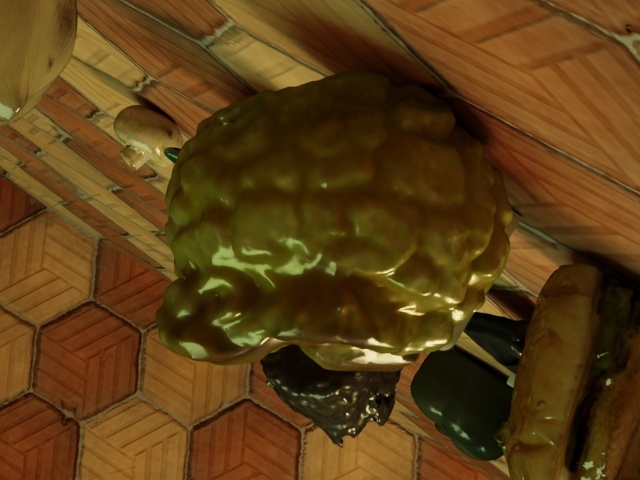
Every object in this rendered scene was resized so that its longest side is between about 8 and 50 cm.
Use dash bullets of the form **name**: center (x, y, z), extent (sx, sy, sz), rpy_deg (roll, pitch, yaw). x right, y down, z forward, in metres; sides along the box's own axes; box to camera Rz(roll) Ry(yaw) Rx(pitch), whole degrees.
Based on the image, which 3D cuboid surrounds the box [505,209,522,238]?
- **box**: center (0.119, -0.026, 1.423), extent (0.054, 0.024, 0.083), rpy_deg (34, 172, -18)

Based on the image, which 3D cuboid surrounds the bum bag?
- **bum bag**: center (0.240, 0.133, 1.775), extent (0.248, 0.060, 0.123), rpy_deg (36, 171, -28)

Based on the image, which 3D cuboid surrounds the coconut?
- **coconut**: center (-0.305, -0.186, 1.523), extent (0.224, 0.224, 0.224), rpy_deg (32, 172, 5)

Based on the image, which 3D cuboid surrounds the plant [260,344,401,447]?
- **plant**: center (0.018, 0.170, 2.443), extent (0.204, 0.178, 0.234), rpy_deg (29, 165, 22)

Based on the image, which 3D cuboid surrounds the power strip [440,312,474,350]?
- **power strip**: center (0.028, 0.007, 1.725), extent (0.288, 0.093, 0.053), rpy_deg (28, 174, 32)

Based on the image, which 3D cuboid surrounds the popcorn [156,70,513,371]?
- **popcorn**: center (0.000, 0.000, 1.256), extent (0.237, 0.251, 0.206), rpy_deg (40, 176, -18)

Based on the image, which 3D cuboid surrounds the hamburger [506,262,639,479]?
- **hamburger**: center (0.197, 0.131, 1.401), extent (0.135, 0.207, 0.155), rpy_deg (23, 172, 38)

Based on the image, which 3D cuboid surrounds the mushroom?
- **mushroom**: center (-0.195, -0.113, 1.973), extent (0.083, 0.067, 0.083), rpy_deg (39, 170, 8)

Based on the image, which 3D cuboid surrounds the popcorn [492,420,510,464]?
- **popcorn**: center (0.332, 0.388, 2.153), extent (0.335, 0.279, 0.274), rpy_deg (26, 155, -1)

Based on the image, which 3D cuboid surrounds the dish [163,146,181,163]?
- **dish**: center (-0.031, -0.060, 1.607), extent (0.246, 0.078, 0.224), rpy_deg (24, 168, 44)

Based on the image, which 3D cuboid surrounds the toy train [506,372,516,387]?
- **toy train**: center (0.296, 0.189, 1.886), extent (0.207, 0.043, 0.047), rpy_deg (33, -166, 22)

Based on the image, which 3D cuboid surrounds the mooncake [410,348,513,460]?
- **mooncake**: center (0.189, 0.211, 2.304), extent (0.175, 0.104, 0.168), rpy_deg (42, 176, -28)
